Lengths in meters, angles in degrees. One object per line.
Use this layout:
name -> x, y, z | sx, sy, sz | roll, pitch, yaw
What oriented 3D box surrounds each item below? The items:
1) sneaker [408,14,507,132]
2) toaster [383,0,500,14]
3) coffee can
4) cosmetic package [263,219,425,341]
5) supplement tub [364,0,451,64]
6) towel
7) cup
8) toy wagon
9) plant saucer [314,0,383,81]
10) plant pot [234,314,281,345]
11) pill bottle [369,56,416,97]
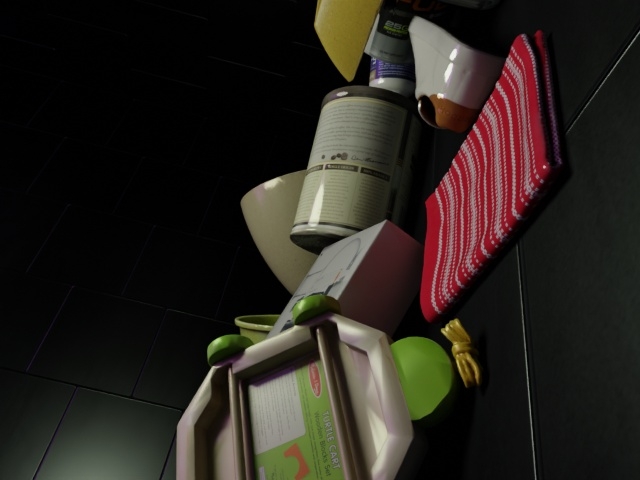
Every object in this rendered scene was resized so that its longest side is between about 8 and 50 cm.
sneaker -> 0.161, -0.230, 0.747 | 0.290, 0.106, 0.123 | -83, 10, -61
toaster -> 0.186, -0.405, 0.727 | 0.129, 0.147, 0.226 | -80, 6, -68
coffee can -> 0.071, -0.112, 1.003 | 0.201, 0.202, 0.275 | 114, 170, -75
cosmetic package -> -0.016, 0.165, 0.792 | 0.377, 0.098, 0.284 | -57, 7, -16
supplement tub -> 0.177, -0.521, 1.051 | 0.316, 0.194, 0.193 | 106, 177, -55
towel -> 0.165, -0.052, 0.575 | 0.274, 0.031, 0.198 | 108, 175, -54
cup -> 0.000, 0.000, 1.244 | 0.331, 0.332, 0.236 | 113, 147, -75
toy wagon -> 0.003, 0.184, 0.544 | 0.068, 0.345, 0.267 | 48, -159, -45
plant saucer -> 0.064, -0.472, 0.810 | 0.332, 0.081, 0.332 | 115, 164, -53
plant pot -> -0.051, 0.299, 1.173 | 0.276, 0.276, 0.253 | 145, 128, -86
pill bottle -> 0.171, -0.388, 1.269 | 0.112, 0.112, 0.186 | 156, 118, -87
